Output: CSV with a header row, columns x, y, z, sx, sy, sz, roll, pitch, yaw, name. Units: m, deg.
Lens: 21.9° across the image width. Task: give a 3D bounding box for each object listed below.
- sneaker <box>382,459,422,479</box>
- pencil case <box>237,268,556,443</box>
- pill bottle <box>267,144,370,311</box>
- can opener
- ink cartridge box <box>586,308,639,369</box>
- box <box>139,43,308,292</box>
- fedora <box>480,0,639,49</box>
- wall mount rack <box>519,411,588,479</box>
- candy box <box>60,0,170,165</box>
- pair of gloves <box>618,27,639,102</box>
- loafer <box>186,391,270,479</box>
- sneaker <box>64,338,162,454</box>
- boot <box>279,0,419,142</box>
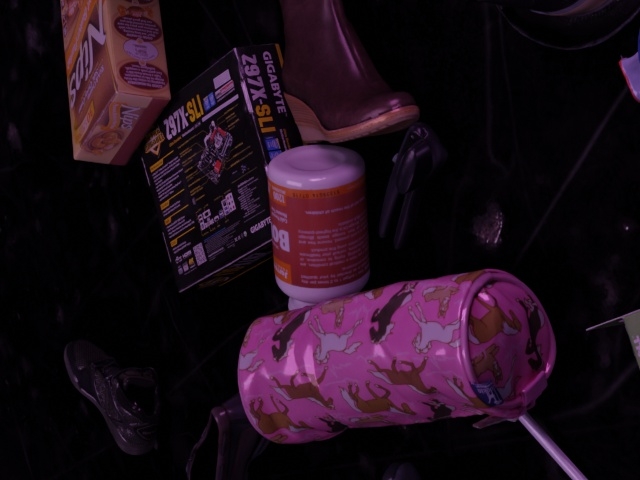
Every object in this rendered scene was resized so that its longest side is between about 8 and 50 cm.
x,y,z,sx,sy,sz,roll,pitch,yaw,name
0.143,0.372,2.006,0.098,0.083,0.223,-5,104,41,sneaker
0.076,0.140,1.891,0.386,0.160,0.167,-12,63,43,pencil case
0.000,0.000,2.045,0.121,0.121,0.216,27,128,49,pill bottle
0.100,-0.064,1.952,0.059,0.073,0.186,49,146,25,can opener
0.363,0.079,1.562,0.209,0.109,0.062,-30,73,54,ink cartridge box
-0.129,-0.091,2.258,0.322,0.079,0.257,-29,73,55,box
0.206,-0.351,1.634,0.334,0.153,0.334,21,116,51,fedora
0.230,0.355,1.829,0.304,0.131,0.350,-88,17,-49,wall mount rack
-0.300,-0.289,2.372,0.183,0.088,0.316,-48,43,50,candy box
0.346,-0.132,1.552,0.198,0.023,0.159,66,163,5,pair of gloves
-0.155,0.319,2.389,0.109,0.095,0.302,57,140,30,loafer
-0.322,0.218,2.617,0.227,0.087,0.130,51,135,30,sneaker
0.022,-0.224,1.988,0.248,0.090,0.206,0,101,59,boot
